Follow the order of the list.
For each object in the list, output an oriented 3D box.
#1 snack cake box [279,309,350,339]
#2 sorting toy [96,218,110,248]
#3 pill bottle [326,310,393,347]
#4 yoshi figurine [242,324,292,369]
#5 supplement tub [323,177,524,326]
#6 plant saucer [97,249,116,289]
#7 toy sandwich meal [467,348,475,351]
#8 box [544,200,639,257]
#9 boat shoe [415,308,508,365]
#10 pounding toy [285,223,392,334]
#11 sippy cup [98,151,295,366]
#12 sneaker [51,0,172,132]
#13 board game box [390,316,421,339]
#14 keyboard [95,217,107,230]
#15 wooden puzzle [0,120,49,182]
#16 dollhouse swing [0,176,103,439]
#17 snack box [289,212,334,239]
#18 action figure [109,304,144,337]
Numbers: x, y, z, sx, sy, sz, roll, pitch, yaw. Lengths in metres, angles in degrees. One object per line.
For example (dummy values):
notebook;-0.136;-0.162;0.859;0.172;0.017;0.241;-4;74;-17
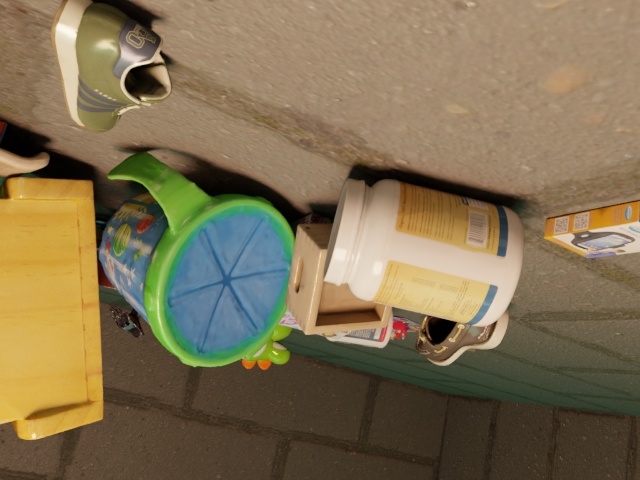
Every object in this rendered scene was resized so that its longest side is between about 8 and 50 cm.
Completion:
snack cake box;-0.041;0.104;1.213;0.264;0.089;0.152;18;146;-22
sorting toy;-0.324;-0.001;1.204;0.307;0.041;0.229;10;165;3
pill bottle;0.062;0.176;1.389;0.180;0.108;0.108;10;165;-12
yoshi figurine;-0.223;0.203;1.722;0.362;0.203;0.203;31;120;-13
supplement tub;0.113;0.010;0.715;0.200;0.144;0.144;14;165;-3
plant saucer;-0.317;0.068;1.183;0.258;0.047;0.259;16;180;-20
toy sandwich meal;0.387;0.269;1.637;0.086;0.029;0.085;12;165;3
box;0.331;-0.010;0.692;0.081;0.028;0.136;20;165;-26
boat shoe;0.263;0.183;1.283;0.097;0.116;0.324;20;160;-8
pounding toy;0.070;0.022;0.865;0.206;0.181;0.094;-1;-154;-25
sippy cup;-0.189;0.029;0.883;0.224;0.305;0.240;20;-163;41
sneaker;-0.178;-0.139;0.560;0.086;0.064;0.192;20;161;-7
board game box;0.198;0.237;1.640;0.133;0.033;0.169;-10;154;41
keyboard;-0.482;-0.033;1.267;0.180;0.023;0.108;16;165;-10
wooden puzzle;-0.578;-0.155;0.819;0.348;0.080;0.322;20;164;-41
dollhouse swing;-0.488;0.093;0.886;0.305;0.346;0.315;-4;-178;-32
snack box;0.000;0.000;0.969;0.100;0.037;0.141;18;165;-21
action figure;-0.353;0.100;1.415;0.164;0.141;0.275;-20;-164;19
